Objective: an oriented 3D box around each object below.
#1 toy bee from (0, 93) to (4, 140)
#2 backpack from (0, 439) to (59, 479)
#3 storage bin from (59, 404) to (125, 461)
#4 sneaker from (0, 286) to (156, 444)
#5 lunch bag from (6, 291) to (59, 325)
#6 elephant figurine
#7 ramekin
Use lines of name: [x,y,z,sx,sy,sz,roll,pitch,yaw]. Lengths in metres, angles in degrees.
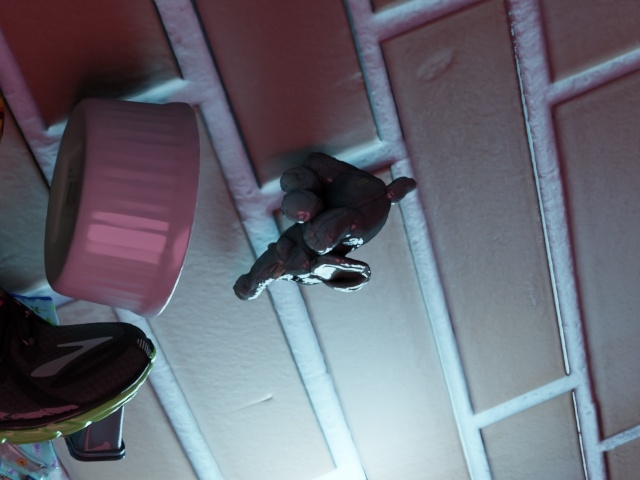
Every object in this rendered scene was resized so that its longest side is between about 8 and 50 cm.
toy bee: [-0.506,-0.073,1.631,0.298,0.162,0.195,-22,179,7]
backpack: [-0.481,0.299,1.958,0.144,0.166,0.188,-45,134,16]
storage bin: [-0.341,0.252,2.011,0.098,0.135,0.091,1,116,-24]
sneaker: [-0.441,0.120,1.653,0.483,0.185,0.202,5,117,-10]
lunch bag: [-0.424,0.168,1.895,0.096,0.129,0.151,8,125,-28]
elephant figurine: [0.000,0.000,1.940,0.169,0.186,0.239,-51,163,-39]
ramekin: [-0.254,-0.047,1.691,0.135,0.277,0.277,9,125,-20]
